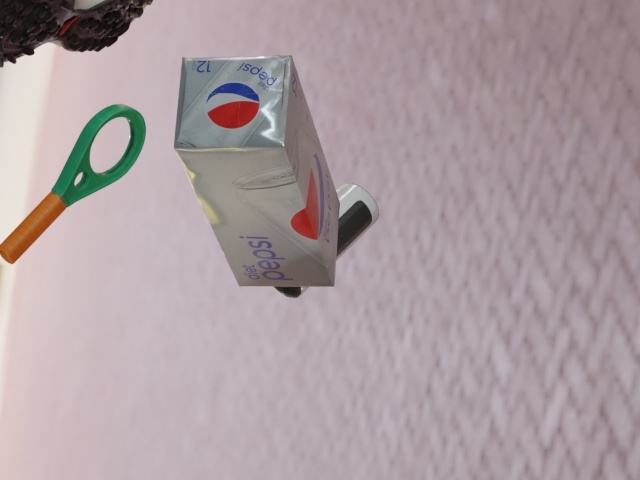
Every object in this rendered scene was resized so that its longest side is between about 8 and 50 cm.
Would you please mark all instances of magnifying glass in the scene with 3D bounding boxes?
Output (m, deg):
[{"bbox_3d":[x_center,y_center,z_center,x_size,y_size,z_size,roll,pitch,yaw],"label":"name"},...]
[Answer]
[{"bbox_3d":[-0.283,-0.064,2.059,0.231,0.026,0.092,-50,-33,-19],"label":"magnifying glass"}]

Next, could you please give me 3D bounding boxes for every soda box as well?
[{"bbox_3d":[-0.050,-0.054,1.598,0.286,0.098,0.091,72,-160,-63],"label":"soda box"}]

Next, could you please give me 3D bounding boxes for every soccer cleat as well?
[{"bbox_3d":[-0.256,-0.226,1.557,0.108,0.116,0.318,-43,-7,19],"label":"soccer cleat"}]

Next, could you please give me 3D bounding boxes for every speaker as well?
[{"bbox_3d":[0.000,0.000,1.884,0.136,0.055,0.055,-43,-10,-32],"label":"speaker"}]
